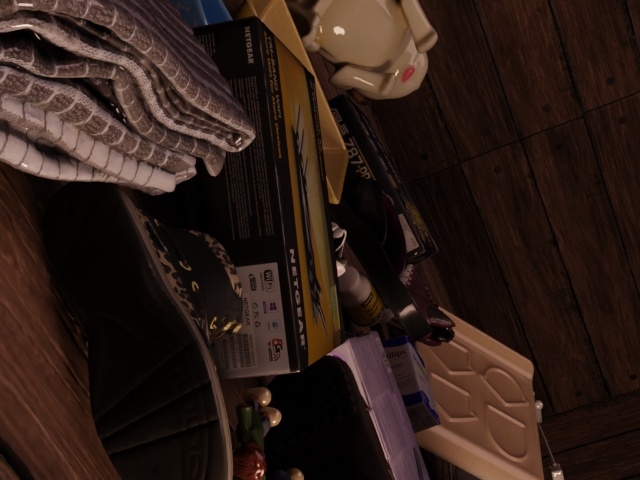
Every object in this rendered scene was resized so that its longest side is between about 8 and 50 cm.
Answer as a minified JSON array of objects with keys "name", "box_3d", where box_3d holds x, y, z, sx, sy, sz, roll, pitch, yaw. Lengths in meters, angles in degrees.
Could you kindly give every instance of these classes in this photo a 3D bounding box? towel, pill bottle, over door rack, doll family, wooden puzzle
[{"name":"towel","box_3d":[-0.160,-0.151,0.468,0.235,0.121,0.284,57,12,13]},{"name":"pill bottle","box_3d":[0.059,0.091,1.356,0.116,0.065,0.065,54,19,-50]},{"name":"over door rack","box_3d":[0.379,0.438,1.783,0.324,0.240,0.108,-80,154,-69]},{"name":"doll family","box_3d":[-0.050,0.211,0.620,0.111,0.076,0.193,-89,159,-73]},{"name":"wooden puzzle","box_3d":[0.305,0.330,1.684,0.322,0.080,0.347,30,39,-14]}]

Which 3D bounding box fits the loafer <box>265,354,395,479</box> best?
[{"name":"loafer","box_3d":[0.035,0.272,0.750,0.365,0.134,0.130,-98,163,-47]}]

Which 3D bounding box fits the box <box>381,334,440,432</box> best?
[{"name":"box","box_3d":[0.153,0.261,1.480,0.126,0.072,0.137,55,17,-52]}]

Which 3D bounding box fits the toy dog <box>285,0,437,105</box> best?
[{"name":"toy dog","box_3d":[0.070,-0.447,1.787,0.408,0.284,0.395,33,-2,-43]}]

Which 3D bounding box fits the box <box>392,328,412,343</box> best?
[{"name":"box","box_3d":[0.228,0.224,1.939,0.322,0.059,0.232,-81,148,-66]}]

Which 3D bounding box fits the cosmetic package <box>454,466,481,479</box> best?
[{"name":"cosmetic package","box_3d":[0.384,0.630,1.706,0.365,0.155,0.196,-79,150,-71]}]

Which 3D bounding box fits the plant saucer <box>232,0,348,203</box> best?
[{"name":"plant saucer","box_3d":[-0.057,-0.237,1.347,0.333,0.081,0.332,-76,143,-70]}]

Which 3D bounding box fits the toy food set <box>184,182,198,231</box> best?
[{"name":"toy food set","box_3d":[-0.099,-0.007,0.852,0.132,0.039,0.192,-64,132,-75]}]

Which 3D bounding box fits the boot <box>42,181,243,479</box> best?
[{"name":"boot","box_3d":[-0.095,0.075,0.592,0.236,0.085,0.178,65,11,16]}]

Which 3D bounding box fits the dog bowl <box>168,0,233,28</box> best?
[{"name":"dog bowl","box_3d":[-0.119,-0.191,0.996,0.166,0.074,0.297,-99,165,-44]}]

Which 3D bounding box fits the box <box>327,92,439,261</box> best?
[{"name":"box","box_3d":[0.136,-0.126,1.918,0.394,0.097,0.318,63,9,8]}]

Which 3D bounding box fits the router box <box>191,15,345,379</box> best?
[{"name":"router box","box_3d":[-0.049,-0.033,0.811,0.243,0.081,0.308,2,81,-79]}]

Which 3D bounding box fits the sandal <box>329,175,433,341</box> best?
[{"name":"sandal","box_3d":[0.103,-0.007,1.436,0.167,0.107,0.445,55,3,-46]}]

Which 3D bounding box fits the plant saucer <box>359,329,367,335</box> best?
[{"name":"plant saucer","box_3d":[0.084,0.196,1.418,0.083,0.013,0.083,-20,90,-78]}]

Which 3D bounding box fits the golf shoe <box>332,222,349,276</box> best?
[{"name":"golf shoe","box_3d":[0.000,0.000,1.189,0.186,0.086,0.067,-99,163,-49]}]

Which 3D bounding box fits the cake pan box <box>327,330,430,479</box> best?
[{"name":"cake pan box","box_3d":[0.073,0.252,1.137,0.246,0.070,0.266,14,57,-79]}]

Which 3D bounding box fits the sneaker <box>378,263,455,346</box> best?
[{"name":"sneaker","box_3d":[0.202,0.146,1.668,0.163,0.106,0.281,32,19,7]}]
